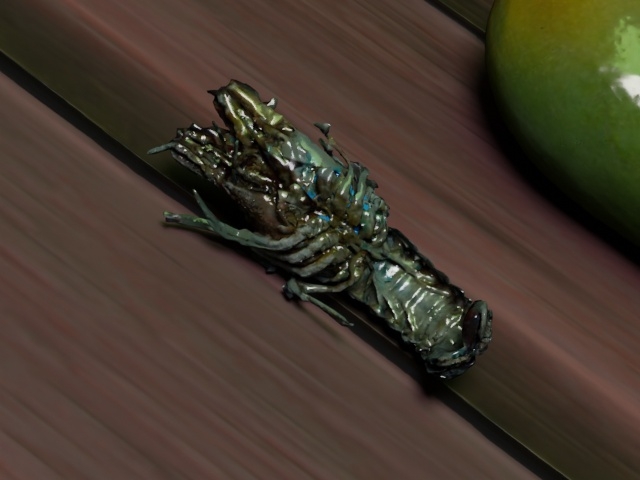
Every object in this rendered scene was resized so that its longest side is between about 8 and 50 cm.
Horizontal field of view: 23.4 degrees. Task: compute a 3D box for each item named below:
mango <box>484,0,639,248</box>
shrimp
[{"bbox_3d":[0.192,-0.058,0.801,0.251,0.114,0.156,43,38,16],"label":"mango"},{"bbox_3d":[0.001,0.002,0.702,0.174,0.076,0.082,42,85,8],"label":"shrimp"}]
